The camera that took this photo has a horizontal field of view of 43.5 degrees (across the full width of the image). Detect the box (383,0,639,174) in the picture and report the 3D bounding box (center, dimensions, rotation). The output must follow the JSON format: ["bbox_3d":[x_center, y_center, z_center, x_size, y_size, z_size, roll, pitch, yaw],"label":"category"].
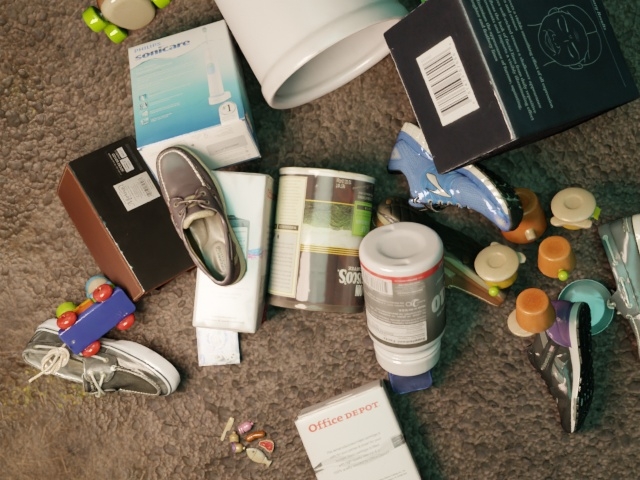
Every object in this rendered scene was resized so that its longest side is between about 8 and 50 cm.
[{"bbox_3d":[0.366,-0.332,1.523,0.395,0.212,0.294,-20,88,-34],"label":"box"}]

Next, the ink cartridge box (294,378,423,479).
[{"bbox_3d":[0.089,0.451,1.673,0.196,0.114,0.273,-22,89,4],"label":"ink cartridge box"}]

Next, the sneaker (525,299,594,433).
[{"bbox_3d":[0.496,0.258,1.677,0.124,0.107,0.284,4,102,36],"label":"sneaker"}]

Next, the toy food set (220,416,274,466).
[{"bbox_3d":[-0.152,0.432,1.733,0.122,0.019,0.078,24,91,3],"label":"toy food set"}]

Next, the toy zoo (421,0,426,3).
[{"bbox_3d":[0.269,-0.596,1.658,0.192,0.030,0.293,-22,63,11],"label":"toy zoo"}]

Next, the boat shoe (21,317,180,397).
[{"bbox_3d":[-0.464,0.273,1.685,0.335,0.119,0.121,15,132,11],"label":"boat shoe"}]

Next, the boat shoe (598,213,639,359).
[{"bbox_3d":[0.644,0.108,1.663,0.099,0.116,0.320,-8,91,27],"label":"boat shoe"}]

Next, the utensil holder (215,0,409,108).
[{"bbox_3d":[-0.054,-0.507,1.585,0.327,0.327,0.386,-30,86,2],"label":"utensil holder"}]

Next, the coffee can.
[{"bbox_3d":[0.000,0.000,1.636,0.201,0.201,0.276,5,90,3],"label":"coffee can"}]

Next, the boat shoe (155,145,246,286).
[{"bbox_3d":[-0.221,-0.046,1.475,0.102,0.092,0.285,-23,91,-1],"label":"boat shoe"}]

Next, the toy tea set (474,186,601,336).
[{"bbox_3d":[0.422,0.040,1.600,0.199,0.124,0.336,13,61,29],"label":"toy tea set"}]

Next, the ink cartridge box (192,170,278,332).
[{"bbox_3d":[-0.168,0.022,1.634,0.131,0.226,0.307,4,89,2],"label":"ink cartridge box"}]

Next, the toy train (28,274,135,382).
[{"bbox_3d":[-0.511,0.174,1.647,0.248,0.143,0.105,-39,123,-14],"label":"toy train"}]

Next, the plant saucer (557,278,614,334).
[{"bbox_3d":[0.557,0.141,1.697,0.119,0.021,0.120,0,90,4],"label":"plant saucer"}]

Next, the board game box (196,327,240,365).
[{"bbox_3d":[-0.221,0.223,1.737,0.089,0.020,0.090,-4,90,2],"label":"board game box"}]

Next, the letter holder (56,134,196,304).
[{"bbox_3d":[-0.409,-0.029,1.699,0.152,0.214,0.302,-31,89,-29],"label":"letter holder"}]

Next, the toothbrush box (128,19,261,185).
[{"bbox_3d":[-0.258,-0.282,1.622,0.216,0.126,0.296,-17,56,2],"label":"toothbrush box"}]

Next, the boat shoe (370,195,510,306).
[{"bbox_3d":[0.241,0.037,1.678,0.324,0.122,0.120,35,123,3],"label":"boat shoe"}]

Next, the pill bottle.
[{"bbox_3d":[0.167,0.120,1.593,0.161,0.161,0.283,-6,126,3],"label":"pill bottle"}]

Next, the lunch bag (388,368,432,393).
[{"bbox_3d":[0.190,0.273,1.692,0.098,0.065,0.067,-12,112,3],"label":"lunch bag"}]

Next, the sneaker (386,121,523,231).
[{"bbox_3d":[0.267,-0.105,1.637,0.330,0.129,0.147,40,107,34],"label":"sneaker"}]

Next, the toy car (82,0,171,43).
[{"bbox_3d":[-0.438,-0.547,1.701,0.155,0.149,0.188,-34,77,13],"label":"toy car"}]
